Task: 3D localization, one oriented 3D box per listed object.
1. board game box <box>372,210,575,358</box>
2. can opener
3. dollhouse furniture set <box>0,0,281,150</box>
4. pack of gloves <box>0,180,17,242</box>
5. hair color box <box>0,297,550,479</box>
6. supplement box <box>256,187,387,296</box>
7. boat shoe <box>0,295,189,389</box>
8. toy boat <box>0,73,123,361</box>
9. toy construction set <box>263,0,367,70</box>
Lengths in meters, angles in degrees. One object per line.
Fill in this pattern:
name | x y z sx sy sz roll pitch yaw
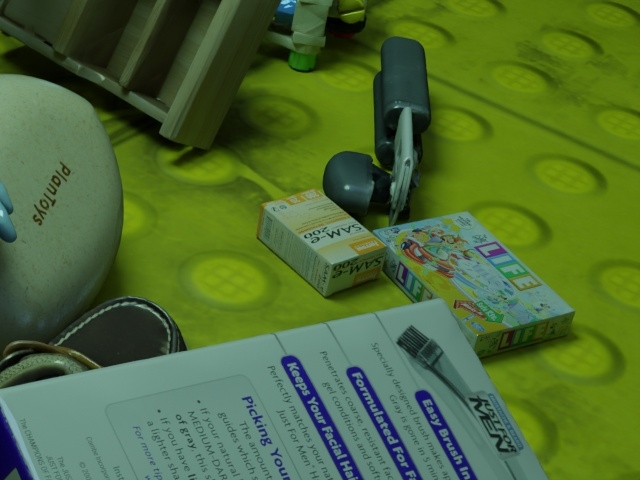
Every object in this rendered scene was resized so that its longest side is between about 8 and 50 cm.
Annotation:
board game box | 0.124 0.034 1.207 0.103 0.026 0.154 -11 40 -31
can opener | 0.053 -0.110 1.359 0.095 0.076 0.283 9 32 -5
dollhouse furniture set | -0.254 -0.230 1.211 0.256 0.362 0.394 31 9 27
pack of gloves | -0.307 -0.043 0.883 0.232 0.046 0.195 49 37 -4
hair color box | -0.025 0.155 0.812 0.339 0.110 0.185 -9 62 -42
supplement box | 0.000 0.000 1.212 0.062 0.036 0.098 -19 44 -37
boat shoe | -0.157 0.122 0.901 0.123 0.123 0.342 17 34 8
toy boat | -0.285 -0.061 1.050 0.318 0.148 0.267 50 34 -19
toy construction set | -0.054 -0.301 1.562 0.215 0.151 0.328 6 45 -8
